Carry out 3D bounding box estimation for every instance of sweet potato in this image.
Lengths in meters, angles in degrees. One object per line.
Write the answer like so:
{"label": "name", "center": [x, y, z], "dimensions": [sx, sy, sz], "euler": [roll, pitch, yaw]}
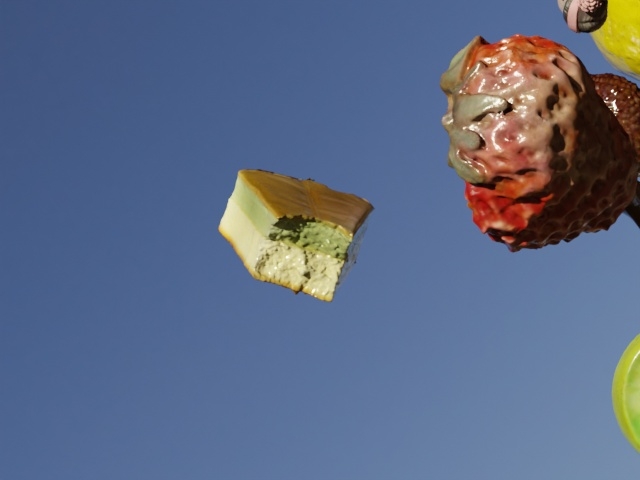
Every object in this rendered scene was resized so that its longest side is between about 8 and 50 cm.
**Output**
{"label": "sweet potato", "center": [0.441, -0.041, 2.232], "dimensions": [0.056, 0.195, 0.056], "euler": [-23, -39, -20]}

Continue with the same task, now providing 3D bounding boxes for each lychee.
{"label": "lychee", "center": [0.401, -0.154, 2.383], "dimensions": [0.194, 0.194, 0.194], "euler": [-32, -27, -19]}

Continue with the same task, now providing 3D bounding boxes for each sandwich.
{"label": "sandwich", "center": [0.000, 0.000, 2.177], "dimensions": [0.220, 0.186, 0.108], "euler": [11, -69, -30]}

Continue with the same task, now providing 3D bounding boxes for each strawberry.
{"label": "strawberry", "center": [0.294, -0.120, 2.000], "dimensions": [0.149, 0.265, 0.336], "euler": [-19, -29, 40]}

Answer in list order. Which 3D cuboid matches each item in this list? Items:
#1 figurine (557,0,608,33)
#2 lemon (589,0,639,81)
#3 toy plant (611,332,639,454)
{"label": "figurine", "center": [0.306, -0.303, 1.955], "dimensions": [0.054, 0.129, 0.072], "euler": [-7, -41, -9]}
{"label": "lemon", "center": [0.548, -0.391, 2.431], "dimensions": [0.348, 0.348, 0.348], "euler": [-32, -27, -19]}
{"label": "toy plant", "center": [0.454, 0.169, 1.953], "dimensions": [0.184, 0.224, 0.316], "euler": [-36, -11, 16]}
